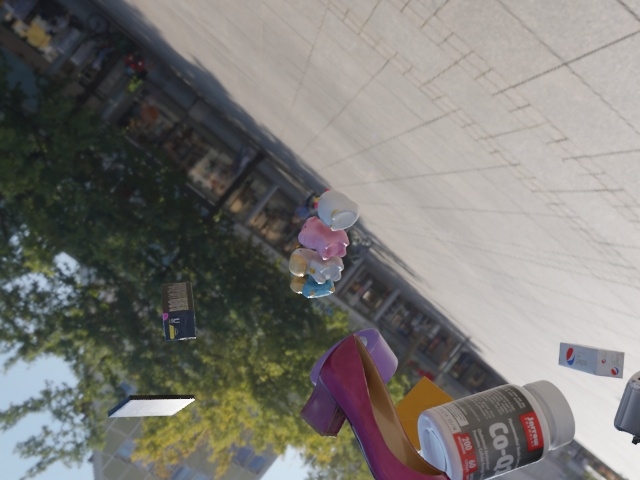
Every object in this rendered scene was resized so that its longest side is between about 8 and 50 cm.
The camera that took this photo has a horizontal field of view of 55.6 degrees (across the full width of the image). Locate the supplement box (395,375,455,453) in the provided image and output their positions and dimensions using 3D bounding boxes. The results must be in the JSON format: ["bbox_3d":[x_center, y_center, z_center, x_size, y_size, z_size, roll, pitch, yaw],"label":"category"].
[{"bbox_3d":[0.283,0.542,1.779,0.129,0.191,0.194,37,148,25],"label":"supplement box"}]

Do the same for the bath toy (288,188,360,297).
[{"bbox_3d":[0.000,0.000,1.667,0.151,0.348,0.129,-3,-136,-23],"label":"bath toy"}]

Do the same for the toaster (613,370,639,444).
[{"bbox_3d":[0.854,0.429,1.578,0.226,0.147,0.129,-3,-163,-45],"label":"toaster"}]

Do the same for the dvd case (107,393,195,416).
[{"bbox_3d":[-0.601,0.589,2.167,0.253,0.180,0.022,12,-129,-41],"label":"dvd case"}]

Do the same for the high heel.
[{"bbox_3d":[0.140,0.325,1.043,0.377,0.181,0.127,31,-179,25],"label":"high heel"}]

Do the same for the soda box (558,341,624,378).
[{"bbox_3d":[0.713,0.314,1.609,0.073,0.069,0.216,7,174,-3],"label":"soda box"}]

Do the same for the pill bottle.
[{"bbox_3d":[0.356,0.386,1.231,0.161,0.283,0.161,167,90,-75],"label":"pill bottle"}]

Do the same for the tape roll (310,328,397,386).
[{"bbox_3d":[0.075,0.290,1.378,0.080,0.189,0.189,55,176,-11],"label":"tape roll"}]

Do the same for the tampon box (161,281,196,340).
[{"bbox_3d":[-0.469,0.232,2.002,0.101,0.121,0.161,-5,-148,-13],"label":"tampon box"}]
